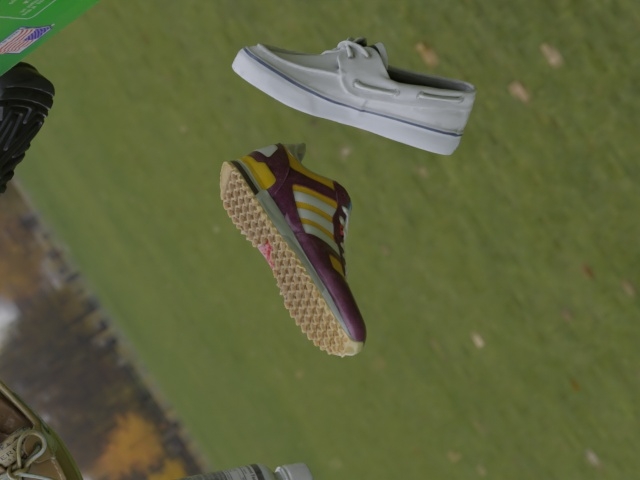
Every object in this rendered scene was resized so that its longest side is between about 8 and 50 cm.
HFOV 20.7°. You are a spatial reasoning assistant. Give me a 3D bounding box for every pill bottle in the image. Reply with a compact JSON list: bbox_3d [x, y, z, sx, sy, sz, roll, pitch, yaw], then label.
[{"bbox_3d":[-0.072,0.225,1.430,0.078,0.137,0.078,171,90,-75],"label":"pill bottle"}]

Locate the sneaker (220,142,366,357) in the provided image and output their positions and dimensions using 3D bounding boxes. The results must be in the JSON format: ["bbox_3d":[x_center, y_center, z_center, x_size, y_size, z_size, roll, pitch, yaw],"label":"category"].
[{"bbox_3d":[0.000,0.000,1.326,0.185,0.084,0.069,58,154,21],"label":"sneaker"}]

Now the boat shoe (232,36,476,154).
[{"bbox_3d":[0.037,-0.164,1.767,0.258,0.084,0.095,15,-161,-27],"label":"boat shoe"}]

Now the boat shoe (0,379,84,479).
[{"bbox_3d":[-0.356,0.200,1.862,0.285,0.104,0.089,48,173,2],"label":"boat shoe"}]

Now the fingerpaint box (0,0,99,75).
[{"bbox_3d":[-0.201,-0.340,1.058,0.163,0.445,0.371,-9,-110,-60],"label":"fingerpaint box"}]

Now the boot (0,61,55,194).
[{"bbox_3d":[-0.497,-0.139,2.147,0.260,0.348,0.131,40,-171,25],"label":"boot"}]
